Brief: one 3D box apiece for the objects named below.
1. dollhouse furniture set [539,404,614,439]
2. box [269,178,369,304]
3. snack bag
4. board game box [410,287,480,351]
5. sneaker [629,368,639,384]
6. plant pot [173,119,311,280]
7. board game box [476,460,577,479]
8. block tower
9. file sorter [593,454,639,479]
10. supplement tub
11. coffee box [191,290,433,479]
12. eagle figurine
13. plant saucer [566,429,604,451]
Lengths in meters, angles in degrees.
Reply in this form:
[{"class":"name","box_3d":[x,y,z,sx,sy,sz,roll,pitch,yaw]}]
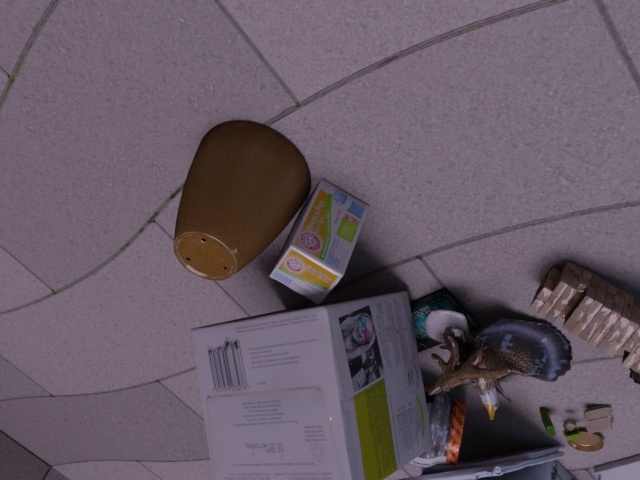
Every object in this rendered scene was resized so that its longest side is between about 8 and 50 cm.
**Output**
[{"class":"dollhouse furniture set","box_3d":[0.595,0.411,1.556,0.152,0.058,0.076,-16,119,9]},{"class":"box","box_3d":[0.000,0.000,1.265,0.114,0.203,0.103,29,135,-7]},{"class":"snack bag","box_3d":[0.375,0.551,1.631,0.323,0.037,0.343,-24,158,38]},{"class":"board game box","box_3d":[0.237,0.181,1.472,0.126,0.026,0.186,43,132,-20]},{"class":"sneaker","box_3d":[0.690,0.273,1.346,0.130,0.109,0.286,-4,121,32]},{"class":"plant pot","box_3d":[-0.166,-0.053,1.245,0.237,0.254,0.237,11,136,11]},{"class":"board game box","box_3d":[0.594,0.707,1.788,0.303,0.097,0.224,43,133,-20]},{"class":"block tower","box_3d":[0.559,0.163,1.218,0.336,0.097,0.090,31,127,13]},{"class":"file sorter","box_3d":[0.826,0.664,1.602,0.278,0.173,0.193,38,134,-16]},{"class":"supplement tub","box_3d":[0.180,0.429,1.612,0.316,0.193,0.193,10,134,13]},{"class":"coffee box","box_3d":[-0.010,0.302,1.367,0.338,0.334,0.337,-12,85,34]},{"class":"eagle figurine","box_3d":[0.352,0.259,1.402,0.226,0.298,0.225,26,111,39]},{"class":"plant saucer","box_3d":[0.637,0.479,1.609,0.084,0.015,0.083,11,134,11]}]
